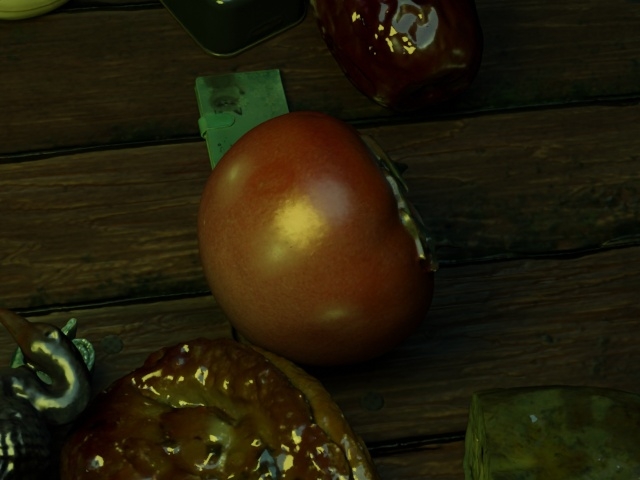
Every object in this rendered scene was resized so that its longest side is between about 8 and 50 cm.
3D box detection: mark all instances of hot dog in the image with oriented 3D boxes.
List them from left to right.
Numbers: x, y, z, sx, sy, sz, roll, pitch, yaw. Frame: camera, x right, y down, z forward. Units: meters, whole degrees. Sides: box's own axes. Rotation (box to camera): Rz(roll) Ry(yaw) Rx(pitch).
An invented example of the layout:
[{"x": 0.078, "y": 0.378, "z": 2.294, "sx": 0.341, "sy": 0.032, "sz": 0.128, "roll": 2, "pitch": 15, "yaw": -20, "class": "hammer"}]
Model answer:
[{"x": -0.080, "y": 0.253, "z": 1.533, "sx": 0.267, "sy": 0.174, "sz": 0.387, "roll": -23, "pitch": 61, "yaw": -9, "class": "hot dog"}]

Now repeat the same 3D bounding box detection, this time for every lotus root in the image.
[{"x": 0.269, "y": 0.232, "z": 1.540, "sx": 0.260, "sy": 0.149, "sz": 0.267, "roll": 3, "pitch": 29, "yaw": 0, "class": "lotus root"}]

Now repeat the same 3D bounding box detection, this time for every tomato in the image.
[{"x": 0.000, "y": 0.000, "z": 1.667, "sx": 0.224, "sy": 0.256, "sz": 0.256, "roll": -28, "pitch": 58, "yaw": 13, "class": "tomato"}]

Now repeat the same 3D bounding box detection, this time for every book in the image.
[{"x": -0.083, "y": -0.130, "z": 1.887, "sx": 0.103, "sy": 0.017, "sz": 0.135, "roll": -7, "pitch": 57, "yaw": -11, "class": "book"}]

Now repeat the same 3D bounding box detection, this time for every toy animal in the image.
[{"x": -0.326, "y": 0.193, "z": 1.499, "sx": 0.185, "sy": 0.122, "sz": 0.298, "roll": 21, "pitch": 60, "yaw": 1, "class": "toy animal"}]

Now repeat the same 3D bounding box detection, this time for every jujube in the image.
[{"x": 0.083, "y": -0.262, "z": 1.908, "sx": 0.183, "sy": 0.183, "sz": 0.243, "roll": -16, "pitch": 68, "yaw": -15, "class": "jujube"}]

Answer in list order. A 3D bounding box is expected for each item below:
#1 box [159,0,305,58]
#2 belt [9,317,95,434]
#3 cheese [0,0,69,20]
[{"x": -0.117, "y": -0.323, "z": 1.971, "sx": 0.144, "sy": 0.090, "sz": 0.201, "roll": -28, "pitch": 62, "yaw": -23, "class": "box"}, {"x": -0.311, "y": 0.199, "z": 1.609, "sx": 0.087, "sy": 0.072, "sz": 0.302, "roll": 26, "pitch": 57, "yaw": 9, "class": "belt"}, {"x": -0.296, "y": -0.346, "z": 1.981, "sx": 0.249, "sy": 0.071, "sz": 0.163, "roll": -20, "pitch": 60, "yaw": -19, "class": "cheese"}]
